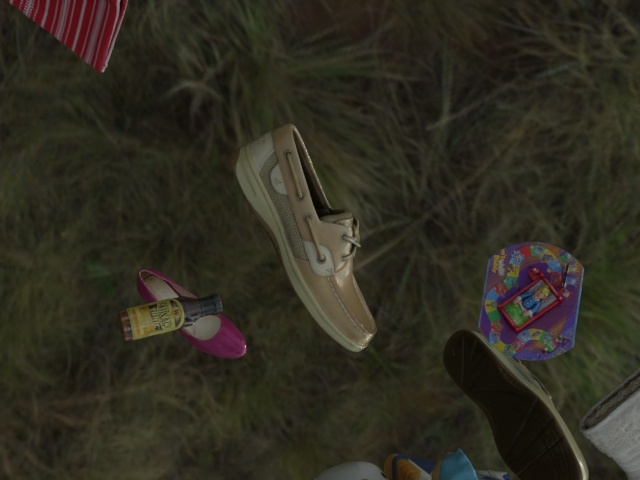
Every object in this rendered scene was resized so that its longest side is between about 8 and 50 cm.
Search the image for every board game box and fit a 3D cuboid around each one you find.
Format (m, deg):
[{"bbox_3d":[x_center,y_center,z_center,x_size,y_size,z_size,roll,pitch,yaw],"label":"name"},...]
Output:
[{"bbox_3d":[0.290,0.079,1.422,0.133,0.033,0.168,8,77,14],"label":"board game box"}]

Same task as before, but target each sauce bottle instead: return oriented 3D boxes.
[{"bbox_3d":[-0.186,0.091,1.274,0.128,0.042,0.042,-15,121,-18],"label":"sauce bottle"}]

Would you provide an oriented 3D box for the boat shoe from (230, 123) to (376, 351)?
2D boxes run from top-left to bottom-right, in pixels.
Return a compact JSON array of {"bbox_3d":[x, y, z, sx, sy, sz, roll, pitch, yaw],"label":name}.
[{"bbox_3d":[0.000,0.000,1.459,0.110,0.121,0.341,-28,99,15],"label":"boat shoe"}]

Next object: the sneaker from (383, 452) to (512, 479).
[{"bbox_3d":[0.192,0.353,1.374,0.131,0.296,0.111,-9,100,-24],"label":"sneaker"}]

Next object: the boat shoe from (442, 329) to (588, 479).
[{"bbox_3d":[0.295,0.247,1.484,0.098,0.302,0.109,10,122,-42],"label":"boat shoe"}]

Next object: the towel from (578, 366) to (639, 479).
[{"bbox_3d":[0.481,0.201,1.273,0.282,0.049,0.187,-42,108,7],"label":"towel"}]

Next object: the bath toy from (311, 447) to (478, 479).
[{"bbox_3d":[-0.036,0.269,0.797,0.348,0.151,0.129,-20,147,-2],"label":"bath toy"}]

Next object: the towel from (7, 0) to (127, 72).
[{"bbox_3d":[-0.414,-0.386,1.523,0.275,0.031,0.199,38,146,-1],"label":"towel"}]

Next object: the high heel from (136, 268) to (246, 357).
[{"bbox_3d":[-0.245,0.136,1.945,0.082,0.244,0.117,-48,162,-13],"label":"high heel"}]
